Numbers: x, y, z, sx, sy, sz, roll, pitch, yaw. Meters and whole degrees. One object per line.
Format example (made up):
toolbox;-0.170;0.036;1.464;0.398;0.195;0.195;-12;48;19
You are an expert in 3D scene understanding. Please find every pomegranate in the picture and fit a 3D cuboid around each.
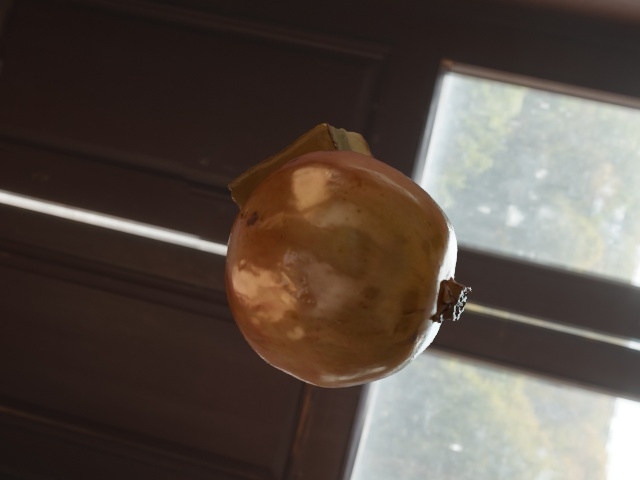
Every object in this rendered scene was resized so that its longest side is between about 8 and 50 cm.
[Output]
pomegranate;0.018;0.024;0.945;0.191;0.191;0.191;13;90;-79

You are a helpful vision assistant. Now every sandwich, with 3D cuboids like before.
sandwich;0.000;0.000;1.453;0.108;0.186;0.220;6;56;-59
